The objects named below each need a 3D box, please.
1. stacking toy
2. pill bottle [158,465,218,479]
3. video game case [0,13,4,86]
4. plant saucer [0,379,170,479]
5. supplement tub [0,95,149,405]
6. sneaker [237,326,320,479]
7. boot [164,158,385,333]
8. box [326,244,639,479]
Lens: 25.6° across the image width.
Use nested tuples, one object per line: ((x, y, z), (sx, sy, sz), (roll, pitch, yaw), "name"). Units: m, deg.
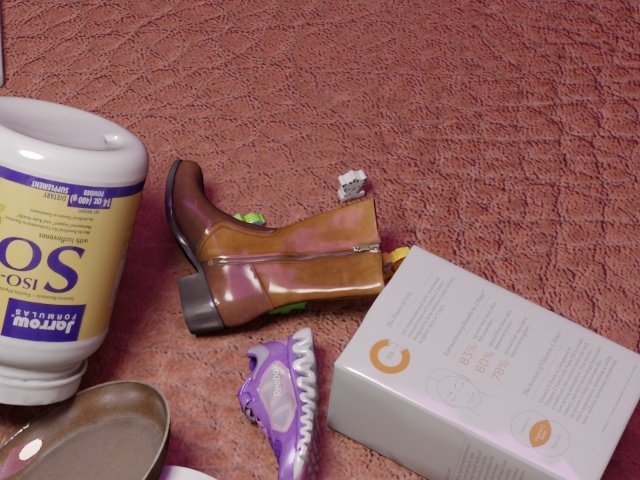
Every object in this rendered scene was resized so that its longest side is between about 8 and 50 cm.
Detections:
((0.000, 0.000, 1.985), (0.221, 0.052, 0.167), (-17, 57, -15), "stacking toy")
((-0.191, 0.410, 1.602), (0.160, 0.160, 0.283), (16, 54, 7), "pill bottle")
((-0.665, -0.344, 2.197), (0.329, 0.036, 0.299), (-5, 54, -9), "video game case")
((-0.300, 0.290, 1.666), (0.311, 0.050, 0.310), (-24, 29, 15), "plant saucer")
((-0.361, 0.011, 1.744), (0.241, 0.331, 0.241), (15, 16, -4), "supplement tub")
((-0.054, 0.219, 1.802), (0.105, 0.095, 0.236), (-3, 49, 1), "sneaker")
((-0.063, -0.020, 1.919), (0.281, 0.096, 0.264), (-14, 59, 5), "boot")
((0.211, 0.196, 1.786), (0.345, 0.168, 0.215), (27, 57, 14), "box")
